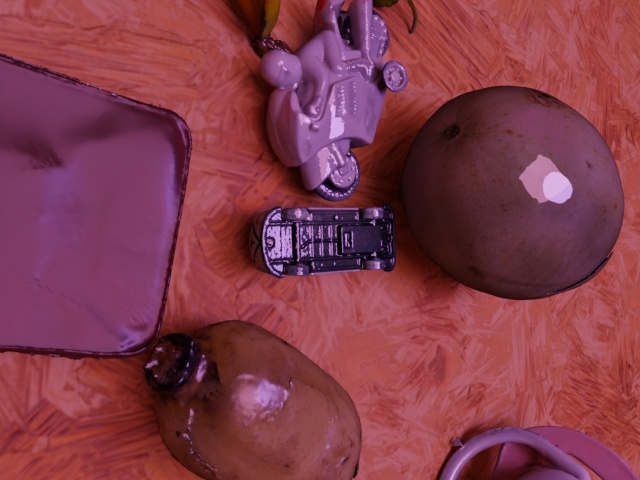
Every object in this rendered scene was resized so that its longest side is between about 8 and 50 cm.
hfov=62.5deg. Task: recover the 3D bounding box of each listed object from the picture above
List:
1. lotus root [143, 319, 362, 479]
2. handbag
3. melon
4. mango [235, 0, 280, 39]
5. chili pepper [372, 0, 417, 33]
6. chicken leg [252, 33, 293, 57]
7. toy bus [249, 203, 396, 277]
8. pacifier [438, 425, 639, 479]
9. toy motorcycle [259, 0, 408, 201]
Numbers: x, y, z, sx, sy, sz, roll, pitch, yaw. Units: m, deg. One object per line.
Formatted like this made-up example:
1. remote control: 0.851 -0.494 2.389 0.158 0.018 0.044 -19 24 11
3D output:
1. lotus root: -0.068 0.186 0.566 0.284 0.146 0.160 44 47 -34
2. handbag: -0.268 -0.029 0.473 0.276 0.084 0.259 11 83 -33
3. melon: 0.258 -0.057 0.718 0.330 0.269 0.268 32 71 -38
4. mango: -0.080 -0.327 0.598 0.066 0.101 0.187 -19 100 -33
5. chili pepper: 0.075 -0.368 0.728 0.204 0.073 0.072 8 70 -35
6. chicken leg: -0.063 -0.243 0.655 0.083 0.021 0.036 42 76 -24
7. toy bus: 0.000 0.000 0.647 0.194 0.089 0.087 -3 91 -34
8. pacifier: 0.321 0.433 0.772 0.332 0.220 0.273 -43 112 -13
9. toy motorcycle: 0.004 -0.185 0.647 0.171 0.110 0.260 17 82 -31
